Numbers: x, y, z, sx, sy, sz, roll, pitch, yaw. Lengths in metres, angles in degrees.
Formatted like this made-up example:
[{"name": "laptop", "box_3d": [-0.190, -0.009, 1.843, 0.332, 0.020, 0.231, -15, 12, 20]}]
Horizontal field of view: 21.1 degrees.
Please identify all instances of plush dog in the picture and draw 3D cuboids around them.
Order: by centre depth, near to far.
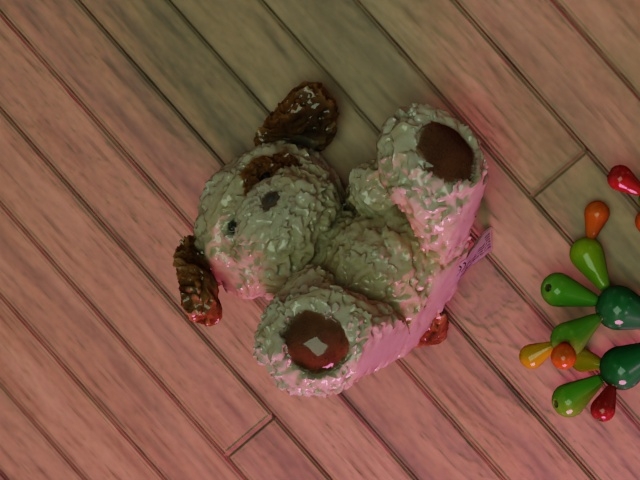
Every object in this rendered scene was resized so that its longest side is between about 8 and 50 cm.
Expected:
[{"name": "plush dog", "box_3d": [0.000, 0.000, 1.445, 0.225, 0.210, 0.262, 30, 80, 20]}]

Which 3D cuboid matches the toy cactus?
[{"name": "toy cactus", "box_3d": [0.272, 0.061, 1.419, 0.180, 0.112, 0.219, 19, 98, -1]}]
